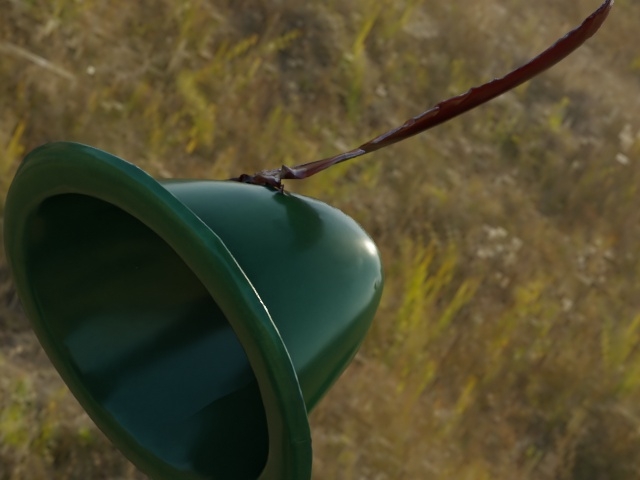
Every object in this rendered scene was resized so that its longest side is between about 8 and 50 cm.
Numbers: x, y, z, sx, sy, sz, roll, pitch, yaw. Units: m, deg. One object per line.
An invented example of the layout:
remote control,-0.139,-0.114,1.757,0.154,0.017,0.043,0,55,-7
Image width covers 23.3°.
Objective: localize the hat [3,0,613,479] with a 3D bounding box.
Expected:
hat,0.000,0.000,0.648,0.183,0.173,0.208,-35,32,-33
